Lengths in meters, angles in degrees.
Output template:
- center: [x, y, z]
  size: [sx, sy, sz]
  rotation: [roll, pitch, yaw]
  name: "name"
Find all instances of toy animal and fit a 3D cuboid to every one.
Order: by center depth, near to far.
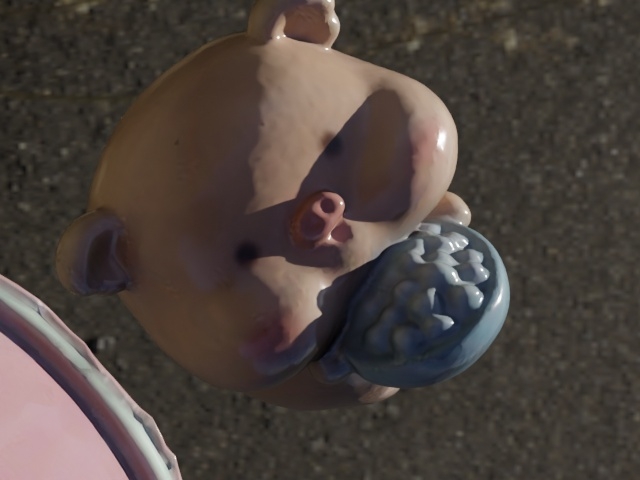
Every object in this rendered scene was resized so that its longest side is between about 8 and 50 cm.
- center: [-0.015, -0.008, 0.938]
  size: [0.229, 0.221, 0.210]
  rotation: [35, 81, -6]
  name: "toy animal"

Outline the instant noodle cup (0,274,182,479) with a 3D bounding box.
- center: [-0.167, 0.130, 0.352]
  size: [0.231, 0.243, 0.243]
  rotation: [-51, 129, -70]
  name: "instant noodle cup"
